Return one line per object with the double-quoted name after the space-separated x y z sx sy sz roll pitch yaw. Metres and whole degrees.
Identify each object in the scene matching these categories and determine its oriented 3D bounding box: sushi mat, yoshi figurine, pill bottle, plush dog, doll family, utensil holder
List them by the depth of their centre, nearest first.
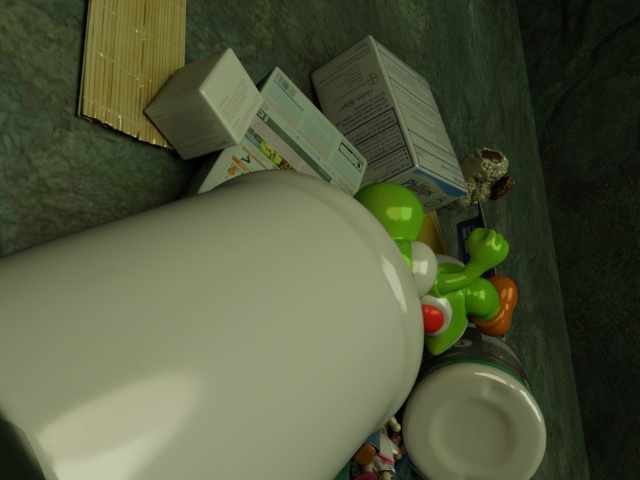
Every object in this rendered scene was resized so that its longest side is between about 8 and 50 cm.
-0.133 0.128 0.513 0.386 0.328 0.327 -26 102 -54 "utensil holder"
-0.237 -0.277 0.757 0.151 0.019 0.316 21 63 -55 "sushi mat"
0.028 0.227 0.817 0.263 0.118 0.163 29 25 -9 "doll family"
0.157 0.025 0.881 0.362 0.203 0.203 28 18 -44 "yoshi figurine"
0.254 0.262 0.991 0.361 0.205 0.204 -19 96 -77 "pill bottle"
0.357 -0.143 1.478 0.226 0.263 0.210 3 107 -50 "plush dog"

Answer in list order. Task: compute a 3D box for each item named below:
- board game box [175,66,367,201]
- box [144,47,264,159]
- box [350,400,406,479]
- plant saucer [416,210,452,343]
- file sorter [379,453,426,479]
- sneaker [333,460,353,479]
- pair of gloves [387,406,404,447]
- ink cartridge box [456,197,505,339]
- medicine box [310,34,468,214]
-0.061 -0.077 0.852 0.224 0.098 0.303 42 43 -22 "board game box"
-0.148 -0.176 0.751 0.087 0.102 0.101 56 39 -35 "box"
0.085 0.239 1.040 0.293 0.074 0.295 -28 105 -56 "box"
0.226 0.072 1.308 0.333 0.081 0.332 -48 119 -52 "plant saucer"
0.111 0.456 0.931 0.104 0.118 0.170 40 29 17 "file sorter"
-0.022 0.392 0.790 0.121 0.108 0.302 63 33 -15 "sneaker"
0.131 0.321 1.016 0.083 0.010 0.074 45 48 -40 "pair of gloves"
0.370 0.125 1.342 0.330 0.072 0.323 64 20 -50 "ink cartridge box"
0.143 -0.212 1.158 0.264 0.149 0.289 10 60 -56 "medicine box"
